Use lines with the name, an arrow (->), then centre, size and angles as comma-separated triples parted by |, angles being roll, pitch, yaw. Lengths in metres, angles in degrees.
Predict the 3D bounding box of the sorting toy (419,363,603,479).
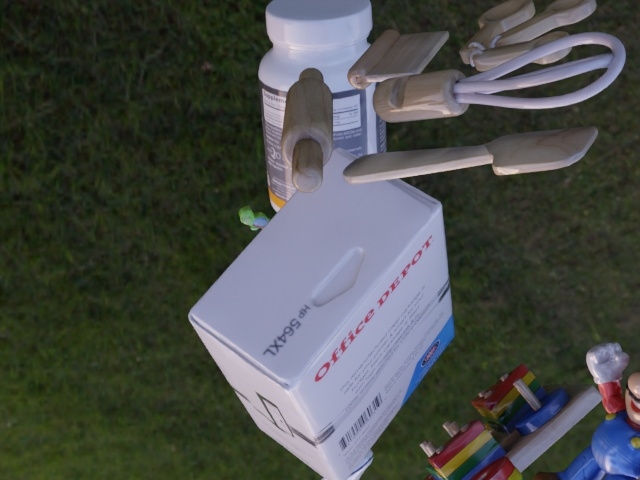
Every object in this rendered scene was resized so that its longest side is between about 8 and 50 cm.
sorting toy -> 0.133, 0.145, 0.817 | 0.132, 0.046, 0.274 | -39, 176, -7

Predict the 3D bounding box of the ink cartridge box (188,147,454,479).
ink cartridge box -> 0.012, 0.057, 0.705 | 0.148, 0.086, 0.203 | -49, 154, -17

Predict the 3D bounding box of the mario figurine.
mario figurine -> 0.424, 0.263, 1.496 | 0.320, 0.198, 0.170 | -55, 165, 9

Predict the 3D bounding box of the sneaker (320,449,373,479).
sneaker -> 0.030, 0.461, 1.889 | 0.258, 0.091, 0.094 | -53, 168, 34

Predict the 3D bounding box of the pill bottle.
pill bottle -> 0.004, -0.171, 1.375 | 0.162, 0.162, 0.278 | -8, 119, -8

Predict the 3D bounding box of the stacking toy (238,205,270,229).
stacking toy -> 0.000, 0.000, 1.497 | 0.221, 0.167, 0.052 | 4, 117, -15

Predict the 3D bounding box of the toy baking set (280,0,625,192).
toy baking set -> 0.065, -0.090, 0.596 | 0.197, 0.256, 0.030 | -20, 116, 16
